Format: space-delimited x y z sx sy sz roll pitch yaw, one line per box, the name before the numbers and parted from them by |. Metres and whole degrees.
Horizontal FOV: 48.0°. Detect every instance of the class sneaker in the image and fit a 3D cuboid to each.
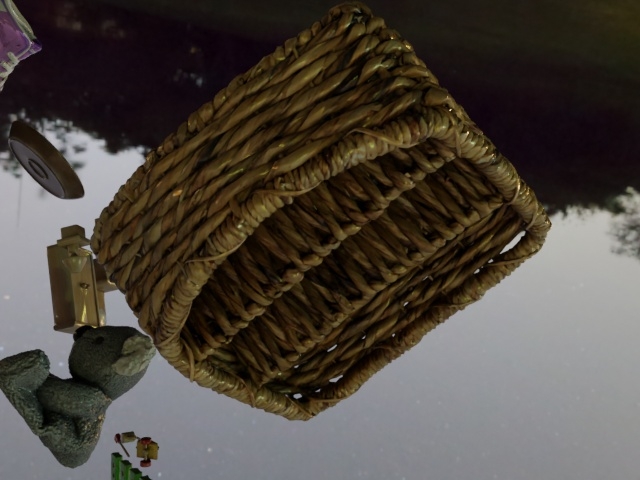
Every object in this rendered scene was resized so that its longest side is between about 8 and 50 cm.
sneaker | -0.532 -0.268 1.173 0.161 0.282 0.102 -7 -145 -15

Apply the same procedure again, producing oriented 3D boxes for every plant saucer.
plant saucer | -0.475 -0.129 1.231 0.168 0.168 0.029 22 -123 34

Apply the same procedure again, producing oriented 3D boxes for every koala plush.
koala plush | -0.362 0.217 1.138 0.221 0.203 0.196 -36 -175 -22

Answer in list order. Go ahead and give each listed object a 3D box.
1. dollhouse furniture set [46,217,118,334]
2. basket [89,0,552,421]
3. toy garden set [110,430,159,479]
dollhouse furniture set | -0.337 0.067 1.424 0.355 0.174 0.303 -13 166 7
basket | 0.000 0.000 0.563 0.223 0.299 0.213 55 -164 11
toy garden set | -0.469 0.578 1.832 0.049 0.204 0.244 -1 -176 -36
